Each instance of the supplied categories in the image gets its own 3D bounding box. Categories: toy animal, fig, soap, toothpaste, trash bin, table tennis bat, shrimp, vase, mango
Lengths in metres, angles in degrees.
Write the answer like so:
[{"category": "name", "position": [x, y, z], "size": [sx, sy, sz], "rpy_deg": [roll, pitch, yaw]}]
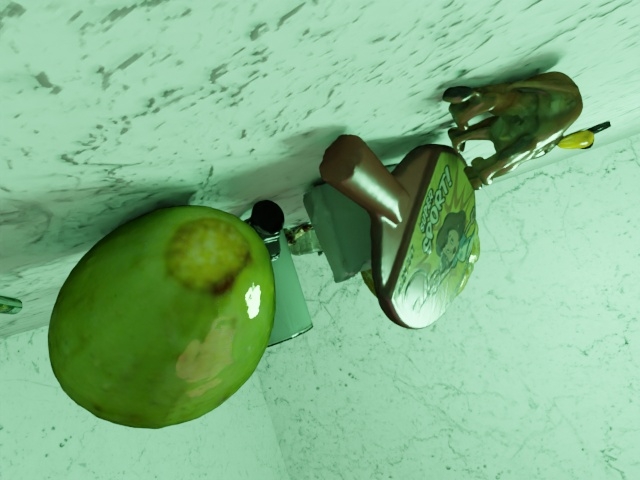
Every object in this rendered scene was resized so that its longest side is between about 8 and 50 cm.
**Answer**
[{"category": "toy animal", "position": [0.239, -0.138, 0.517], "size": [0.157, 0.097, 0.312], "rpy_deg": [-29, 173, 15]}, {"category": "fig", "position": [-0.170, 0.084, 0.517], "size": [0.258, 0.258, 0.326], "rpy_deg": [-16, 164, -44]}, {"category": "soap", "position": [0.029, -0.011, 0.786], "size": [0.258, 0.159, 0.302], "rpy_deg": [-21, 178, -37]}, {"category": "toothpaste", "position": [-0.578, 0.116, 0.777], "size": [0.049, 0.031, 0.204], "rpy_deg": [-19, 176, -22]}, {"category": "trash bin", "position": [-0.159, 0.115, 1.042], "size": [0.217, 0.262, 0.277], "rpy_deg": [-16, 177, -37]}, {"category": "table tennis bat", "position": [0.130, -0.019, 0.589], "size": [0.051, 0.268, 0.415], "rpy_deg": [14, 169, 38]}, {"category": "shrimp", "position": [-0.070, -0.016, 1.226], "size": [0.133, 0.053, 0.236], "rpy_deg": [-16, -179, -3]}, {"category": "vase", "position": [-0.119, -0.020, 0.735], "size": [0.059, 0.059, 0.167], "rpy_deg": [-17, 177, -30]}, {"category": "mango", "position": [0.692, -0.272, 1.170], "size": [0.089, 0.046, 0.060], "rpy_deg": [-4, -175, 39]}]

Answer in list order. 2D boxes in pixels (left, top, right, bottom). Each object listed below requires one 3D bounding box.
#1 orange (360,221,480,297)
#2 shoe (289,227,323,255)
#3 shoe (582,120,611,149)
[{"category": "orange", "position": [0.242, 0.017, 1.064], "size": [0.329, 0.329, 0.249], "rpy_deg": [-16, -167, -37]}, {"category": "shoe", "position": [0.000, -0.001, 1.447], "size": [0.227, 0.099, 0.125], "rpy_deg": [-13, 170, 4]}, {"category": "shoe", "position": [0.758, -0.286, 1.230], "size": [0.071, 0.049, 0.179], "rpy_deg": [-17, 178, -5]}]
